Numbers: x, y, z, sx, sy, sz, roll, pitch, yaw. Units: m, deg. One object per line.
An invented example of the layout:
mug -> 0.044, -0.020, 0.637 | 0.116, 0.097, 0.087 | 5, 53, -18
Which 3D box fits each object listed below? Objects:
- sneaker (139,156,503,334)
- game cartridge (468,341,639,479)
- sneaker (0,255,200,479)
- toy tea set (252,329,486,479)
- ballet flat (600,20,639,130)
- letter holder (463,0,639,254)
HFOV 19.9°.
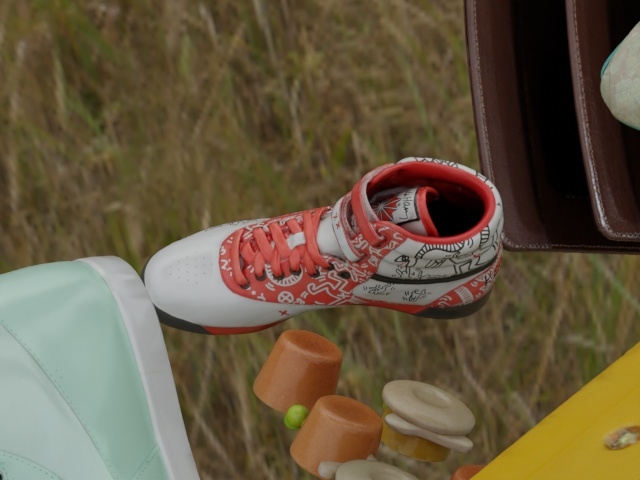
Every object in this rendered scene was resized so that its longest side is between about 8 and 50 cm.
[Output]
sneaker -> 0.001, -0.001, 1.329 | 0.270, 0.145, 0.090 | -1, 62, -3
game cartridge -> 0.225, 0.130, 0.983 | 0.285, 0.052, 0.324 | -34, 18, -28
sneaker -> -0.114, 0.136, 0.715 | 0.151, 0.094, 0.256 | -10, 71, -34
toy tea set -> 0.049, 0.204, 1.542 | 0.200, 0.124, 0.336 | 12, 20, -23
ballet flat -> 0.199, -0.120, 0.870 | 0.168, 0.057, 0.052 | -57, 40, 16
letter holder -> 0.237, -0.147, 1.432 | 0.214, 0.301, 0.152 | 1, -8, -41
